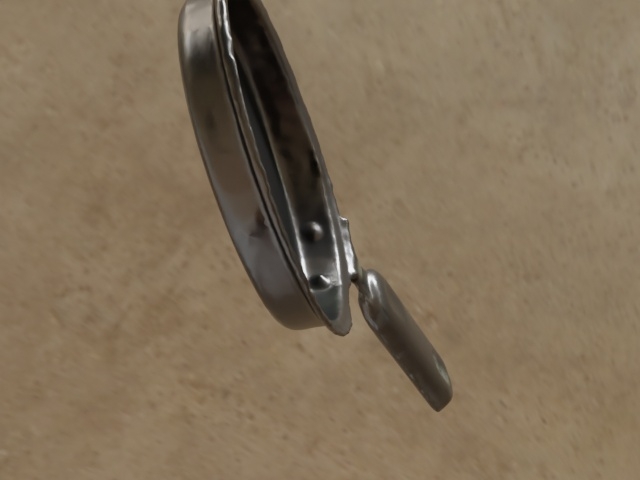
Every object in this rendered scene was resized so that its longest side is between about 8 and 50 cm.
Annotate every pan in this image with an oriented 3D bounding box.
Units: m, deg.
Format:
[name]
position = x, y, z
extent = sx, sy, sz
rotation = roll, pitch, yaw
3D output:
[pan]
position = 0.000, 0.000, 0.672
extent = 0.028, 0.235, 0.136
rotation = -19, 48, 12
